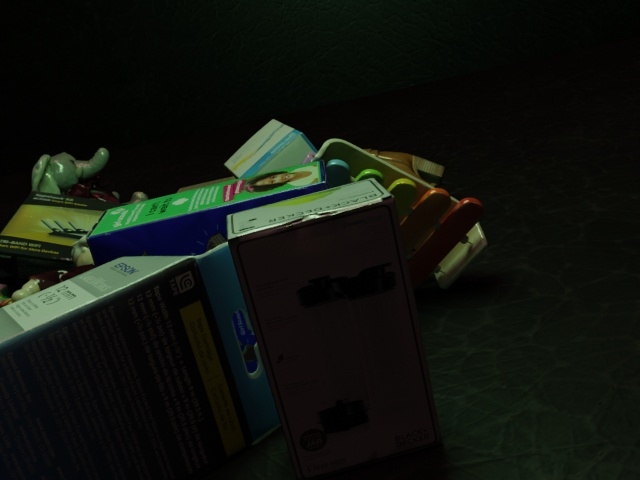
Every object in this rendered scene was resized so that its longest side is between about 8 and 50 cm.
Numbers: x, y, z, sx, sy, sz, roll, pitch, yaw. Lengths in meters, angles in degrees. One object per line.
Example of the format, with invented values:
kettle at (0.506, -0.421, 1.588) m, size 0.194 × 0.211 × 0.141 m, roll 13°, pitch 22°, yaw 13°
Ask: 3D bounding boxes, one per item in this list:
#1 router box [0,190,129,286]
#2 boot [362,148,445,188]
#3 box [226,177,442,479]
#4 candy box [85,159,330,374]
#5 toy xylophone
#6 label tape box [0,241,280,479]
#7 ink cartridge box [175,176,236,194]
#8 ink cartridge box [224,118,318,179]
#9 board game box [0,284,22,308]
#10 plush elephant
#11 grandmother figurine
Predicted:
router box at (-0.464, 0.008, 1.407) m, size 0.309 × 0.081 × 0.243 m, roll 8°, pitch 30°, yaw -6°
boot at (0.120, -0.110, 1.384) m, size 0.220 × 0.109 × 0.283 m, roll 15°, pitch 36°, yaw 10°
box at (0.017, 0.095, 0.741) m, size 0.169 × 0.290 × 0.087 m, roll -16°, pitch 20°, yaw -3°
candy box at (-0.117, 0.062, 0.958) m, size 0.317 × 0.268 × 0.122 m, roll -13°, pitch 19°, yaw 1°
toy xylophone at (0.085, -0.022, 1.077) m, size 0.323 × 0.236 × 0.081 m, roll 19°, pitch 39°, yaw -11°
label tape box at (-0.218, 0.161, 0.781) m, size 0.348 × 0.249 × 0.115 m, roll -27°, pitch 23°, yaw -32°
ink cartridge box at (-0.270, -0.082, 1.738) m, size 0.193 × 0.088 × 0.234 m, roll -11°, pitch 19°, yaw 4°
ink cartridge box at (-0.087, -0.149, 1.590) m, size 0.168 × 0.171 × 0.233 m, roll -43°, pitch 25°, yaw -3°
board game box at (-0.566, 0.071, 1.431) m, size 0.193 × 0.053 × 0.305 m, roll 32°, pitch 39°, yaw 18°
plush elephant at (-0.637, -0.134, 1.881) m, size 0.330 × 0.255 × 0.272 m, roll -15°, pitch 19°, yaw -3°
grandmother figurine at (-0.376, 0.103, 1.108) m, size 0.208 × 0.104 × 0.342 m, roll 20°, pitch 32°, yaw -18°
